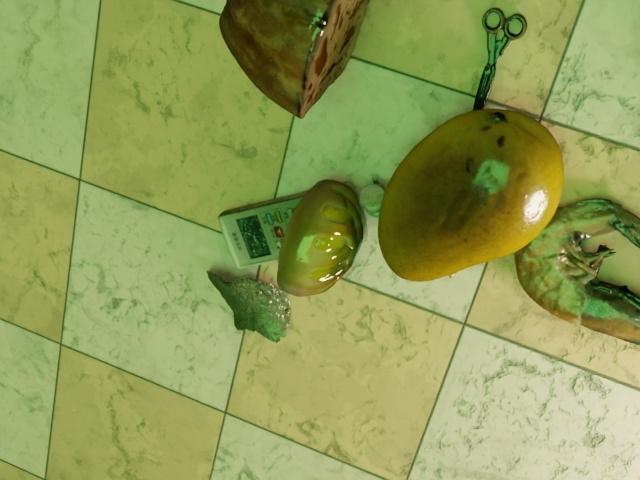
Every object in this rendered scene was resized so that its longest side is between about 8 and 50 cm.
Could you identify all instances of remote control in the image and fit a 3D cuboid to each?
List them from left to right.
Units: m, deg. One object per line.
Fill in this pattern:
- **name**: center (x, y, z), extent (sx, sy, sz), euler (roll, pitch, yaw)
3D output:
- **remote control**: center (-0.063, -0.032, 1.936), extent (0.343, 0.050, 0.145), euler (-13, 107, 24)

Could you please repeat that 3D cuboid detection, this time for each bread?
- **bread**: center (-0.005, 0.013, 1.818), extent (0.158, 0.156, 0.261), euler (22, 117, 10)

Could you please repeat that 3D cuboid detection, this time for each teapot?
- **teapot**: center (0.118, -0.093, 1.837), extent (0.064, 0.064, 0.083), euler (1, 69, 13)

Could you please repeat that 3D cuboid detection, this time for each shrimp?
- **shrimp**: center (0.621, 0.079, 1.734), extent (0.444, 0.085, 0.272), euler (28, 112, 10)

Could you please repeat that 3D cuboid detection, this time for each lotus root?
- **lotus root**: center (-0.041, -0.441, 1.622), extent (0.250, 0.316, 0.316), euler (36, 119, 10)

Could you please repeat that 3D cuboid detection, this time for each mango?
- **mango**: center (0.287, -0.074, 1.711), extent (0.301, 0.221, 0.445), euler (36, 128, -4)

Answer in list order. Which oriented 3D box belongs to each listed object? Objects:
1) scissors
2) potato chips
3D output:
- **scissors**: center (0.339, -0.346, 1.684), extent (0.088, 0.017, 0.220), euler (19, 117, 10)
- **potato chips**: center (-0.181, 0.147, 2.050), extent (0.228, 0.059, 0.167), euler (15, 125, 13)
